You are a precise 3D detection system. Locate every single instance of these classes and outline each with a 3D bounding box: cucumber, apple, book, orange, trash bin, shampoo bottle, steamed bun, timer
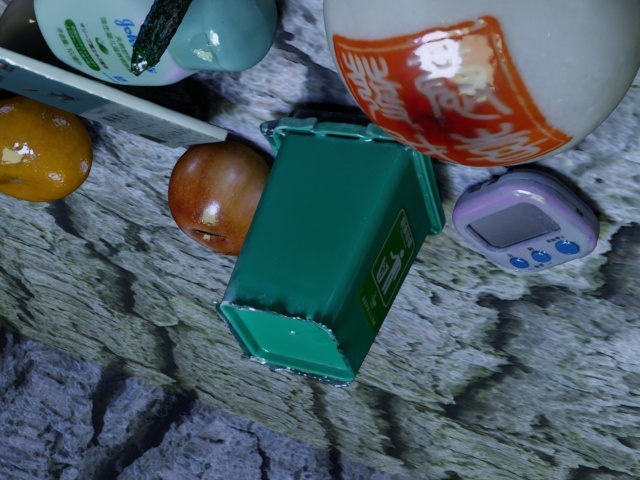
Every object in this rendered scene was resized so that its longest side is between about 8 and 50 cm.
[{"bbox_3d":[-0.177,-0.314,1.088,0.043,0.257,0.044,13,158,24],"label":"cucumber"},{"bbox_3d":[-0.174,-0.069,1.576,0.210,0.173,0.235,-1,144,38],"label":"apple"},{"bbox_3d":[-0.366,-0.226,1.421,0.379,0.031,0.264,17,174,-27],"label":"book"},{"bbox_3d":[-0.554,-0.178,1.674,0.240,0.171,0.240,1,154,0],"label":"orange"},{"bbox_3d":[0.000,0.000,1.347,0.295,0.381,0.259,10,147,25],"label":"trash bin"},{"bbox_3d":[-0.223,-0.315,1.232,0.349,0.151,0.222,7,140,26],"label":"shampoo bottle"},{"bbox_3d":[0.175,-0.224,0.999,0.374,0.241,0.374,16,154,8],"label":"steamed bun"},{"bbox_3d":[0.325,-0.030,1.379,0.191,0.069,0.208,36,150,-20],"label":"timer"}]

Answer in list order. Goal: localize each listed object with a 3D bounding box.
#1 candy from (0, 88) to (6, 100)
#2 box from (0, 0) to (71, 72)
[{"bbox_3d":[-0.638,-0.314,1.633,0.086,0.059,0.292,24,151,6],"label":"candy"},{"bbox_3d":[-0.458,-0.333,1.438,0.146,0.088,0.200,32,151,-19],"label":"box"}]
